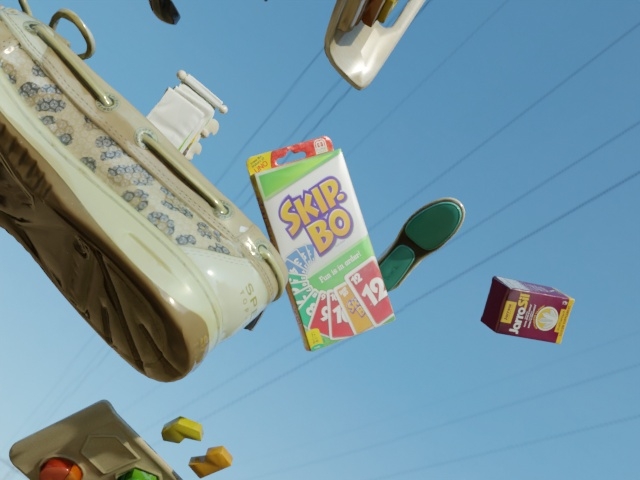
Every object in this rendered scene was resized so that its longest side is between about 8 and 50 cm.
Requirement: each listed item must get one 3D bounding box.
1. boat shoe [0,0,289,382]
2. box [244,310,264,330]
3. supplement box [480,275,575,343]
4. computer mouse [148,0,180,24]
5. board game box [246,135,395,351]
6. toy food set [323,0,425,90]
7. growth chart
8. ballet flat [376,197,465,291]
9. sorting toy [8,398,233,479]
[{"bbox_3d":[-0.140,-0.051,0.448,0.285,0.089,0.104,49,-39,8],"label":"boat shoe"},{"bbox_3d":[-0.269,0.018,1.425,0.395,0.097,0.318,29,-2,-4],"label":"box"},{"bbox_3d":[0.226,0.076,0.885,0.083,0.055,0.043,10,12,-17],"label":"supplement box"},{"bbox_3d":[-0.340,-0.506,1.584,0.071,0.041,0.242,48,-6,33],"label":"computer mouse"},{"bbox_3d":[0.000,0.000,1.043,0.259,0.124,0.039,71,-19,1],"label":"board game box"},{"bbox_3d":[0.114,-0.280,0.689,0.092,0.220,0.306,32,-22,0],"label":"toy food set"},{"bbox_3d":[-0.263,-0.173,1.378,0.021,0.237,0.172,36,-8,29],"label":"growth chart"},{"bbox_3d":[0.183,-0.001,1.548,0.086,0.086,0.248,40,-63,-9],"label":"ballet flat"},{"bbox_3d":[-0.305,0.352,1.252,0.307,0.041,0.229,-27,-68,18],"label":"sorting toy"}]
